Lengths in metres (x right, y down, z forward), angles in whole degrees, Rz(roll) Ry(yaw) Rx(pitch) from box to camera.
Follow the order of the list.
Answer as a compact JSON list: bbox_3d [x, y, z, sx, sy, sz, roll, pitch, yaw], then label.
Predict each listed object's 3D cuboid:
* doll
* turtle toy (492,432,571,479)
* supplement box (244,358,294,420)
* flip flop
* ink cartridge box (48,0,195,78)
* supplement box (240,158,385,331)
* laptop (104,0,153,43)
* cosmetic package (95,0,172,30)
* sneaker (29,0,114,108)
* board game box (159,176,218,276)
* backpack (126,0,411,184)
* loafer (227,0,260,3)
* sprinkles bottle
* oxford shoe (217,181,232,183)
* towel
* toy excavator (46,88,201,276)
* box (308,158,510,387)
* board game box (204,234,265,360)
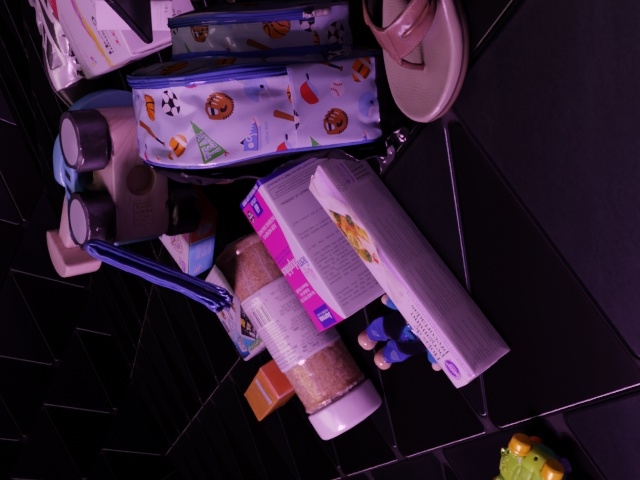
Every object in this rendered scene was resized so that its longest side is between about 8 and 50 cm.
[{"bbox_3d":[0.121,0.131,1.115,0.129,0.046,0.189,50,152,3],"label":"doll"},{"bbox_3d":[0.271,0.291,0.974,0.130,0.066,0.095,38,124,36],"label":"turtle toy"},{"bbox_3d":[-0.099,0.310,1.707,0.080,0.078,0.233,54,155,14],"label":"supplement box"},{"bbox_3d":[0.079,-0.233,0.743,0.112,0.080,0.277,41,150,36],"label":"flip flop"},{"bbox_3d":[-0.340,-0.401,1.312,0.306,0.131,0.226,8,124,62],"label":"ink cartridge box"},{"bbox_3d":[0.000,0.000,1.123,0.220,0.114,0.111,56,155,4],"label":"supplement box"},{"bbox_3d":[-0.138,-0.455,0.800,0.408,0.236,0.382,47,-141,-83],"label":"laptop"},{"bbox_3d":[-0.255,-0.389,1.077,0.060,0.098,0.239,108,154,-61],"label":"cosmetic package"},{"bbox_3d":[-0.471,-0.395,1.570,0.146,0.122,0.331,-8,104,51],"label":"sneaker"},{"bbox_3d":[-0.336,-0.102,1.719,0.317,0.064,0.242,52,155,17],"label":"board game box"},{"bbox_3d":[-0.079,-0.162,0.907,0.276,0.263,0.213,8,116,61],"label":"backpack"},{"bbox_3d":[-0.105,-0.318,0.988,0.251,0.094,0.088,14,125,58],"label":"loafer"},{"bbox_3d":[-0.038,0.152,1.356,0.355,0.121,0.121,58,156,5],"label":"sprinkles bottle"},{"bbox_3d":[-0.174,-0.197,1.304,0.096,0.083,0.227,9,126,33],"label":"oxford shoe"},{"bbox_3d":[-0.265,0.068,1.393,0.243,0.040,0.336,22,173,-2],"label":"towel"},{"bbox_3d":[-0.433,-0.092,1.594,0.445,0.222,0.433,27,121,50],"label":"toy excavator"},{"bbox_3d":[0.104,0.029,1.008,0.324,0.067,0.063,53,156,13],"label":"box"},{"bbox_3d":[-0.150,0.125,1.626,0.193,0.053,0.305,58,156,6],"label":"board game box"}]
